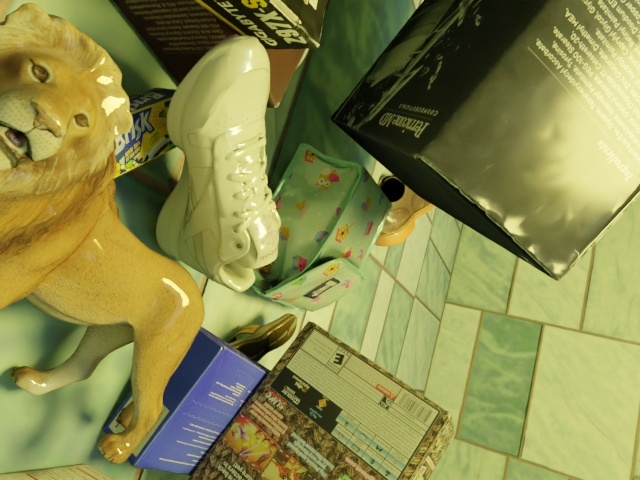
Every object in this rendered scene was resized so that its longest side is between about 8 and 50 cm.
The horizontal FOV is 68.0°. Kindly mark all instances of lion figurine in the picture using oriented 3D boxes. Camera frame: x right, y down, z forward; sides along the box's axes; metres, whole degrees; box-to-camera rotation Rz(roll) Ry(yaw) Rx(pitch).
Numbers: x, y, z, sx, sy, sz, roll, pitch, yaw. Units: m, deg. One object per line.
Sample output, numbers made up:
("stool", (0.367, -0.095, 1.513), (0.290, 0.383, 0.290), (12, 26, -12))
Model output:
("lion figurine", (-0.197, 0.030, 0.409), (0.240, 0.142, 0.392), (-49, 151, -18))

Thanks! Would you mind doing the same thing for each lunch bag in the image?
("lunch bag", (0.000, 0.000, 0.831), (0.262, 0.160, 0.223), (-65, 156, -4))

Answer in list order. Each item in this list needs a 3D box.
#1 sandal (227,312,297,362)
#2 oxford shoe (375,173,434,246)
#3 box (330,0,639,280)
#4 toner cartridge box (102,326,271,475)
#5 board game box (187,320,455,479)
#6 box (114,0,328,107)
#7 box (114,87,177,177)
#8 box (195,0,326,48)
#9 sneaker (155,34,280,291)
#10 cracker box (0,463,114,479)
("sandal", (-0.113, 0.163, 0.772), (0.180, 0.049, 0.072), (-25, 138, -43))
("oxford shoe", (0.232, -0.132, 1.290), (0.363, 0.130, 0.132), (-52, 135, -46))
("box", (0.312, -0.269, 0.756), (0.297, 0.480, 0.471), (35, 99, -20))
("toner cartridge box", (-0.132, 0.257, 0.701), (0.165, 0.075, 0.347), (-52, 147, -14))
("board game box", (0.003, 0.302, 0.637), (0.291, 0.232, 0.141), (-51, 147, -16))
("box", (-0.134, -0.328, 0.453), (0.381, 0.143, 0.191), (54, 51, -54))
("box", (-0.201, -0.109, 0.485), (0.169, 0.059, 0.054), (-46, 141, -49))
("box", (-0.060, -0.351, 0.352), (0.257, 0.080, 0.321), (3, 96, -66))
("sneaker", (-0.087, -0.064, 0.514), (0.114, 0.152, 0.305), (-40, 161, -42))
("cracker box", (-0.306, 0.296, 0.416), (0.232, 0.067, 0.155), (40, 64, -60))
